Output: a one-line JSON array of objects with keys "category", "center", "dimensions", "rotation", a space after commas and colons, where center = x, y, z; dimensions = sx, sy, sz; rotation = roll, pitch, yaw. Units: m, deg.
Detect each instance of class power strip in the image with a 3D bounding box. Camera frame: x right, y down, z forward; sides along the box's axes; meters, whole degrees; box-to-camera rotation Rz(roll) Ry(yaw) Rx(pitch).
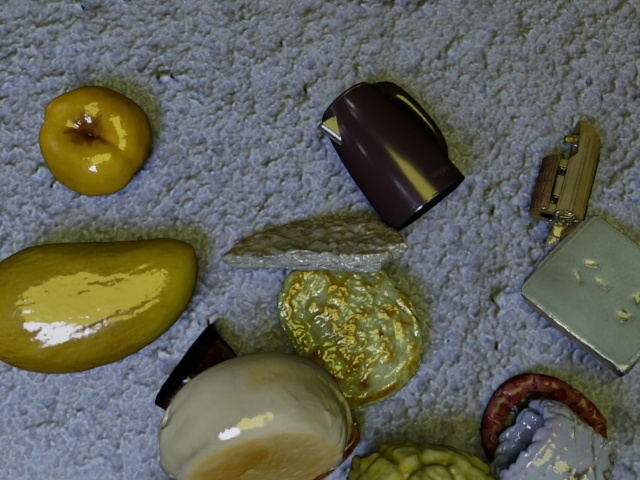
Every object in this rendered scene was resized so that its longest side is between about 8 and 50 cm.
[{"category": "power strip", "center": [0.463, 0.091, 0.976], "dimensions": [0.198, 0.064, 0.213], "rotation": [-43, 66, -7]}]

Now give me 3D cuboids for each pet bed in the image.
[{"category": "pet bed", "center": [0.353, 0.309, 0.947], "dimensions": [0.201, 0.053, 0.201], "rotation": [0, 80, 2]}]

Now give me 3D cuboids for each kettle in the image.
[{"category": "kettle", "center": [0.122, -0.156, 0.963], "dimensions": [0.202, 0.144, 0.232], "rotation": [-33, 82, -27]}]

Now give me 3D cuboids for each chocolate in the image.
[{"category": "chocolate", "center": [-0.175, 0.211, 0.904], "dimensions": [0.080, 0.125, 0.148], "rotation": [39, 77, -14]}]

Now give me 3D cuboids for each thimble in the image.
[{"category": "thimble", "center": [0.331, 0.315, 0.854], "dimensions": [0.118, 0.127, 0.151], "rotation": [38, 78, 5]}]

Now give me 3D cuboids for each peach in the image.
[{"category": "peach", "center": [-0.362, -0.160, 0.949], "dimensions": [0.179, 0.103, 0.179], "rotation": [1, 81, -6]}]

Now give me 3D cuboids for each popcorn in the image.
[{"category": "popcorn", "center": [0.138, 0.423, 0.821], "dimensions": [0.237, 0.293, 0.293], "rotation": [19, 81, -19]}]

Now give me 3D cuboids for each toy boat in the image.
[{"category": "toy boat", "center": [0.412, -0.102, 1.000], "dimensions": [0.088, 0.068, 0.226], "rotation": [16, 73, 13]}]

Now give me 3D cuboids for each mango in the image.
[{"category": "mango", "center": [-0.351, 0.099, 0.893], "dimensions": [0.332, 0.142, 0.195], "rotation": [-3, 87, -6]}]

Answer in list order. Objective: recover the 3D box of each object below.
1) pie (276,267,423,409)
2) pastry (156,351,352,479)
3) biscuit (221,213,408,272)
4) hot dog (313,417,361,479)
[{"category": "pie", "center": [0.051, 0.137, 0.935], "dimensions": [0.201, 0.090, 0.248], "rotation": [-27, 82, -8]}, {"category": "pastry", "center": [-0.087, 0.257, 0.806], "dimensions": [0.265, 0.265, 0.133], "rotation": [-19, 48, -6]}, {"category": "biscuit", "center": [0.000, 0.002, 0.934], "dimensions": [0.290, 0.141, 0.038], "rotation": [-1, 120, 18]}, {"category": "hot dog", "center": [-0.017, 0.339, 0.918], "dimensions": [0.188, 0.055, 0.072], "rotation": [-36, 87, -6]}]
